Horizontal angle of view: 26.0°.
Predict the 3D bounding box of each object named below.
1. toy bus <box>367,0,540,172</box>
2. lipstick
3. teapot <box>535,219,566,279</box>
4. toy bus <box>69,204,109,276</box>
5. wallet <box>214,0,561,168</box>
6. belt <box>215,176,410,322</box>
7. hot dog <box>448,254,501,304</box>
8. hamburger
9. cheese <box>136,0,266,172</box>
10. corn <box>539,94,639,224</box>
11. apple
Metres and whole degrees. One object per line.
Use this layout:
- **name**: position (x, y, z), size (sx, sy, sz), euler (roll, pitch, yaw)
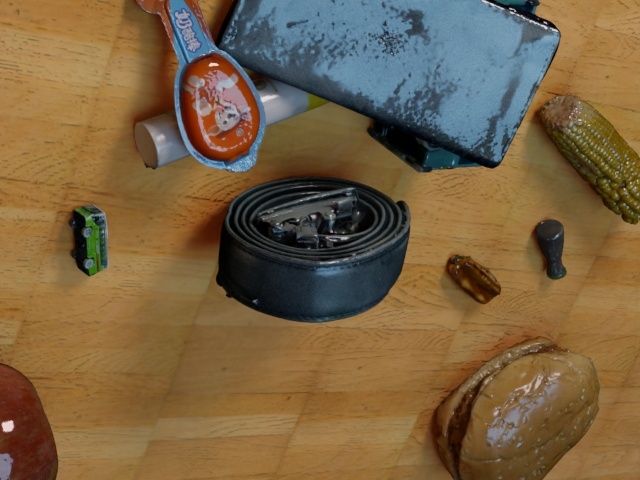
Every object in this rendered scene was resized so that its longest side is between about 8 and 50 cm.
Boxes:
- **toy bus**: position (0.168, -0.224, 1.732), size (0.147, 0.128, 0.256), euler (-4, 122, -38)
- **lipstick**: position (-0.090, -0.152, 1.613), size (0.264, 0.059, 0.059), euler (-23, 131, -27)
- **teapot**: position (0.358, 0.018, 2.126), size (0.043, 0.043, 0.110), euler (-36, 138, -15)
- **toy bus**: position (-0.265, -0.001, 1.593), size (0.037, 0.031, 0.083), euler (-25, 132, -35)
- **wallet**: position (0.082, -0.227, 1.595), size (0.379, 0.046, 0.190), euler (20, 107, -16)
- **belt**: position (0.000, 0.000, 1.688), size (0.268, 0.206, 0.116), euler (-23, 131, -42)
- **hot dog**: position (0.226, 0.055, 2.046), size (0.049, 0.037, 0.122), euler (-41, 133, 7)
- **hamburger**: position (0.324, 0.286, 2.212), size (0.283, 0.145, 0.259), euler (-43, 135, -16)
- **cheese**: position (-0.130, -0.188, 1.526), size (0.106, 0.037, 0.256), euler (-31, 114, -24)
- **corn**: position (0.420, -0.117, 2.048), size (0.097, 0.097, 0.320), euler (-51, 136, 1)
- **apple**: position (-0.389, 0.230, 1.532), size (0.174, 0.188, 0.188), euler (-15, 128, -22)
